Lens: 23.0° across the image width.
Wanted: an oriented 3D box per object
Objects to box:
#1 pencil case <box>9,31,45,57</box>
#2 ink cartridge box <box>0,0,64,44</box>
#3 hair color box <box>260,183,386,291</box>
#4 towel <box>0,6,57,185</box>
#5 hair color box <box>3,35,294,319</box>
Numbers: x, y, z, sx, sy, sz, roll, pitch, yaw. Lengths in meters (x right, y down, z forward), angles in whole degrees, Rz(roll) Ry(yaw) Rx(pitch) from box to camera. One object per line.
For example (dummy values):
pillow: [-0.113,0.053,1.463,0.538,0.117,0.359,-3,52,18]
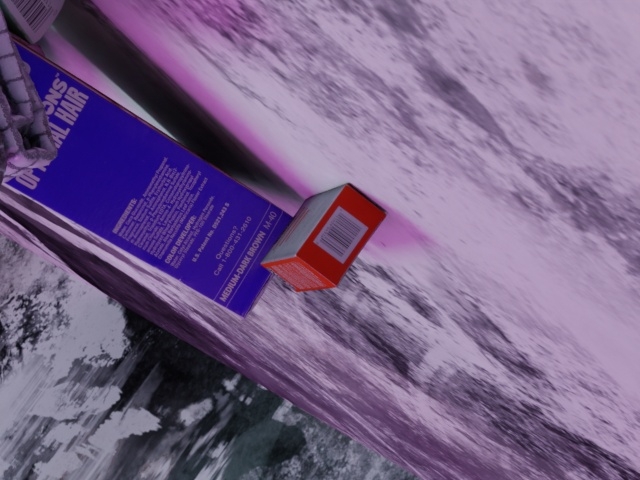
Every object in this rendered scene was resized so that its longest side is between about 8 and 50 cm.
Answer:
pencil case: [-0.435,-0.210,1.449,0.386,0.167,0.160,34,155,5]
ink cartridge box: [-0.311,-0.254,1.176,0.224,0.056,0.181,30,168,20]
hair color box: [0.000,0.000,1.256,0.043,0.072,0.141,37,170,-9]
towel: [-0.331,-0.143,1.063,0.235,0.121,0.284,-15,102,42]
hair color box: [-0.200,-0.071,1.321,0.339,0.110,0.185,30,179,-35]
